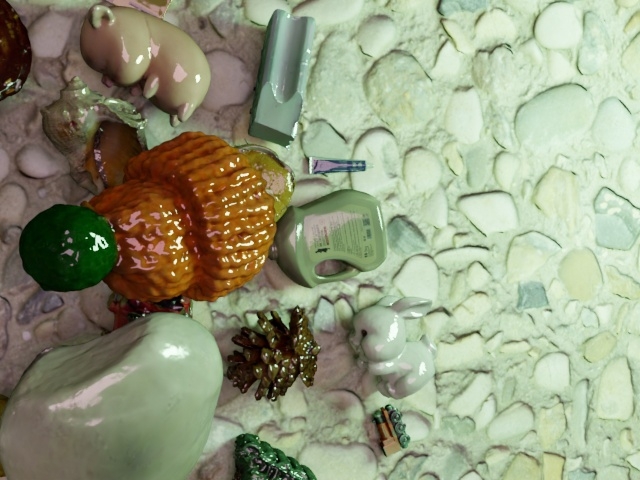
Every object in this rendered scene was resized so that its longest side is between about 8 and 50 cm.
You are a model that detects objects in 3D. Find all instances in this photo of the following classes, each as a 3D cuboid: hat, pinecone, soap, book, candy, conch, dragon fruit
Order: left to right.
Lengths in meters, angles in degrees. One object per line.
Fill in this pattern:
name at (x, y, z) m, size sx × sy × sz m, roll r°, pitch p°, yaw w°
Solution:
conch at (-0.389, -0.174, 1.399) m, size 0.163 × 0.178 × 0.245 m, roll -37°, pitch 135°, yaw -44°
candy at (-0.336, 0.333, 1.340) m, size 0.386 × 0.186 × 0.427 m, roll -17°, pitch 134°, yaw -29°
dragon fruit at (-0.314, 0.152, 1.434) m, size 0.160 × 0.166 × 0.172 m, roll 23°, pitch 107°, yaw 20°
book at (-0.322, -0.502, 1.486) m, size 0.118 × 0.012 × 0.172 m, roll 26°, pitch 84°, yaw -16°
hat at (-0.258, 0.002, 1.263) m, size 0.400 × 0.285 × 0.285 m, roll -39°, pitch 106°, yaw -51°
pinecone at (-0.088, 0.218, 1.508) m, size 0.195 × 0.150 × 0.179 m, roll -31°, pitch 130°, yaw -16°
soap at (-0.077, -0.302, 1.509) m, size 0.091 × 0.145 × 0.230 m, roll 11°, pitch 83°, yaw -9°

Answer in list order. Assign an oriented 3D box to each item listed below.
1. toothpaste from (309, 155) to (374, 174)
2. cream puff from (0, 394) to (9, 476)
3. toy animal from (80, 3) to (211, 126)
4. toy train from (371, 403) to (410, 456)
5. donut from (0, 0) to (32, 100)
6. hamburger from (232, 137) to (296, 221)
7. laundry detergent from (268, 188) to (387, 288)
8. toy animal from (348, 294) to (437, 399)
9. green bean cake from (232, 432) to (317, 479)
toothpaste at (0.044, -0.153, 1.613) m, size 0.140 × 0.021 × 0.037 m, roll -1°, pitch 93°, yaw -16°
cream puff at (-0.555, 0.348, 1.386) m, size 0.116 × 0.146 × 0.146 m, roll 31°, pitch 80°, yaw -56°
toy animal at (-0.313, -0.326, 1.418) m, size 0.250 × 0.166 × 0.154 m, roll 31°, pitch 73°, yaw -23°
toy train at (0.146, 0.395, 1.653) m, size 0.064 × 0.044 × 0.103 m, roll -21°, pitch 98°, yaw -6°
donut at (-0.609, -0.325, 1.326) m, size 0.235 × 0.089 × 0.235 m, roll 12°, pitch 71°, yaw -36°
hamburger at (-0.139, -0.102, 1.514) m, size 0.177 × 0.113 × 0.185 m, roll -4°, pitch 85°, yaw -12°
laundry detergent at (0.000, 0.000, 1.566) m, size 0.253 × 0.091 × 0.181 m, roll -13°, pitch 102°, yaw -18°
toy animal at (0.155, 0.212, 1.605) m, size 0.178 × 0.127 × 0.193 m, roll -25°, pitch 98°, yaw -18°
green bean cake at (-0.120, 0.508, 1.535) m, size 0.193 × 0.107 × 0.208 m, roll 33°, pitch 83°, yaw -17°
